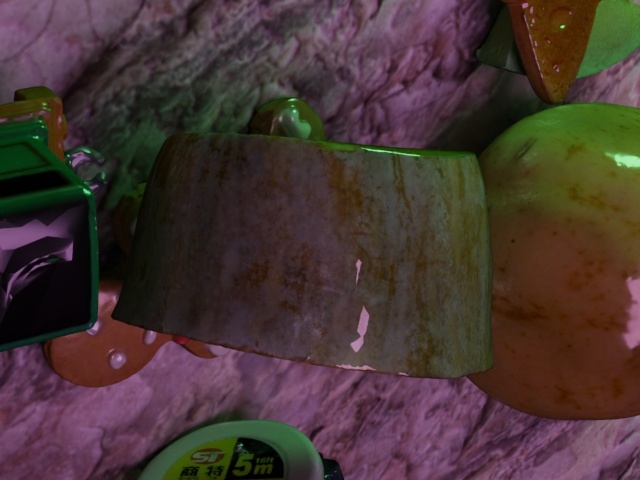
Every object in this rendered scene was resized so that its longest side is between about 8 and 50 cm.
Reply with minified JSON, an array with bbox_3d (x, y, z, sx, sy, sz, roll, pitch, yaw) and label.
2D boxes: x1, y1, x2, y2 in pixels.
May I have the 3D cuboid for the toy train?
[{"bbox_3d":[-0.339,0.001,1.175,0.429,0.249,0.178,-14,120,-30],"label":"toy train"}]

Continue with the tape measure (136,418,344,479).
[{"bbox_3d":[-0.151,0.281,1.537,0.351,0.215,0.097,-4,125,16],"label":"tape measure"}]

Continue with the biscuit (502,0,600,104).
[{"bbox_3d":[0.231,-0.276,1.548,0.183,0.043,0.280,-10,106,-37],"label":"biscuit"}]

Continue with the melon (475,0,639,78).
[{"bbox_3d":[0.270,-0.229,1.641,0.262,0.053,0.114,-11,101,-35],"label":"melon"}]

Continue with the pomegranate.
[{"bbox_3d":[0.252,0.009,1.579,0.343,0.342,0.342,-16,121,-28],"label":"pomegranate"}]

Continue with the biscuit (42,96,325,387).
[{"bbox_3d":[-0.113,0.026,1.486,0.340,0.047,0.216,-34,127,-17],"label":"biscuit"}]

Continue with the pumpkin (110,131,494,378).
[{"bbox_3d":[0.000,0.000,1.338,0.332,0.332,0.199,11,87,-39],"label":"pumpkin"}]
